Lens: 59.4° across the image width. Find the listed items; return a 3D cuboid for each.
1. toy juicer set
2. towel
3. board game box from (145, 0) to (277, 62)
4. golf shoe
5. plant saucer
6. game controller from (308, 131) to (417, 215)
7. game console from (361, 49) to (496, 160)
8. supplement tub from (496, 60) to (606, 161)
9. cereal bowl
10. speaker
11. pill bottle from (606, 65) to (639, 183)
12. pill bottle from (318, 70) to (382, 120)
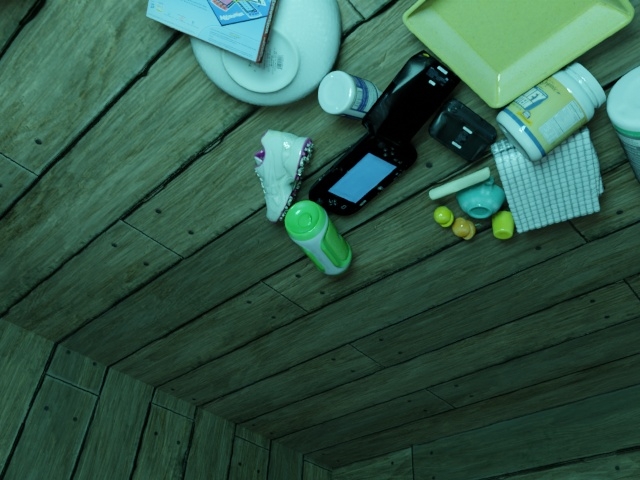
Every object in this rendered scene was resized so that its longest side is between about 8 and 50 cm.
[{"bbox_3d":[0.409,-0.111,1.567,0.209,0.090,0.329,-6,148,30],"label":"toy juicer set"},{"bbox_3d":[0.590,-0.172,1.456,0.234,0.121,0.284,-18,133,20],"label":"towel"},{"bbox_3d":[-0.216,-0.465,1.095,0.281,0.027,0.145,27,117,18],"label":"board game box"},{"bbox_3d":[-0.119,-0.177,1.524,0.140,0.115,0.306,24,135,1],"label":"golf shoe"},{"bbox_3d":[0.394,-0.473,1.142,0.332,0.081,0.332,32,135,-28],"label":"plant saucer"},{"bbox_3d":[0.110,-0.176,1.522,0.166,0.067,0.319,28,134,-25],"label":"game controller"},{"bbox_3d":[0.282,-0.280,1.335,0.361,0.044,0.213,22,120,-37],"label":"game console"},{"bbox_3d":[0.519,-0.292,1.272,0.199,0.144,0.144,-41,125,14],"label":"supplement tub"},{"bbox_3d":[-0.122,-0.425,1.202,0.338,0.141,0.339,2,138,2],"label":"cereal bowl"},{"bbox_3d":[0.000,0.000,1.640,0.131,0.131,0.296,-11,152,16],"label":"speaker"},{"bbox_3d":[0.823,-0.227,1.306,0.204,0.204,0.361,-24,131,28],"label":"pill bottle"},{"bbox_3d":[0.078,-0.326,1.286,0.094,0.094,0.169,-31,165,33],"label":"pill bottle"}]
